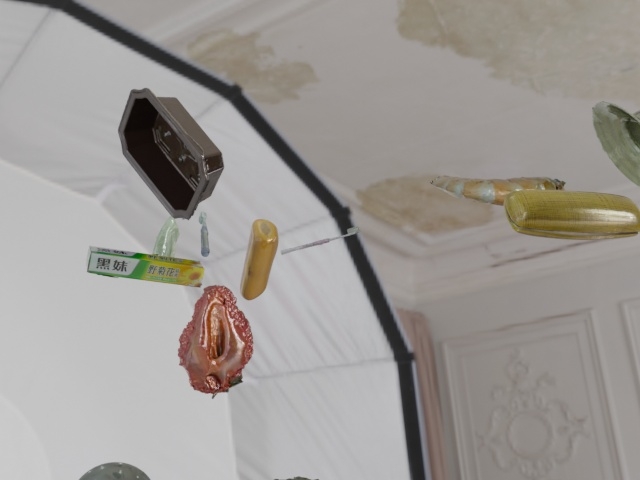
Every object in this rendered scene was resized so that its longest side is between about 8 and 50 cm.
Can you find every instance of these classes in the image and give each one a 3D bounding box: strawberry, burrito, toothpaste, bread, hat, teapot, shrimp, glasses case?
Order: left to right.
[{"bbox_3d":[-0.431,0.550,1.738,0.183,0.184,0.251,2,-15,-18],"label":"teapot"},{"bbox_3d":[-0.272,0.041,1.320,0.178,0.037,0.043,9,15,-20],"label":"toothpaste"},{"bbox_3d":[-0.325,0.008,1.782,0.044,0.118,0.074,2,-32,9],"label":"burrito"},{"bbox_3d":[-0.137,0.135,1.119,0.103,0.152,0.048,-5,6,-17],"label":"strawberry"},{"bbox_3d":[-0.158,0.053,2.185,0.074,0.093,0.239,3,-46,-15],"label":"bread"},{"bbox_3d":[0.364,-0.103,1.794,0.287,0.068,0.185,3,7,22],"label":"shrimp"},{"bbox_3d":[0.402,-0.041,1.339,0.234,0.079,0.064,2,-42,-16],"label":"glasses case"},{"bbox_3d":[0.694,-0.219,1.779,0.110,0.252,0.252,-36,-22,-2],"label":"hat"}]

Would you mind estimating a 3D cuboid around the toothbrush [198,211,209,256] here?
[{"bbox_3d":[-0.239,-0.014,1.728,0.016,0.219,0.019,26,-75,-19],"label":"toothbrush"}]

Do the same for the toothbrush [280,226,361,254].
[{"bbox_3d":[0.000,0.002,1.984,0.194,0.017,0.014,-18,2,3],"label":"toothbrush"}]

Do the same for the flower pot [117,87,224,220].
[{"bbox_3d":[-0.277,-0.173,1.622,0.084,0.251,0.179,-23,-25,-43],"label":"flower pot"}]

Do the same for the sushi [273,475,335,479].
[{"bbox_3d":[-0.015,0.675,1.846,0.352,0.294,0.178,24,0,-10],"label":"sushi"}]
